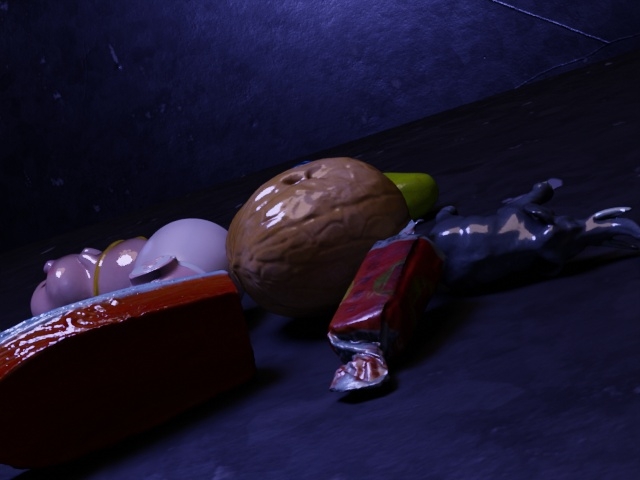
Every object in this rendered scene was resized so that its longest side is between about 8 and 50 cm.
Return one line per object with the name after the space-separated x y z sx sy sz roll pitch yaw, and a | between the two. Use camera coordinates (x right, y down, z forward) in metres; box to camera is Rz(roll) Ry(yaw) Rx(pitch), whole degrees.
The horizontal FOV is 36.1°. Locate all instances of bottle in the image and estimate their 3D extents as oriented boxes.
-0.174 0.067 1.225 0.148 0.147 0.236 -18 13 6 | bottle

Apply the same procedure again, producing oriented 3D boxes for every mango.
0.102 -0.063 1.547 0.163 0.089 0.117 -12 13 30 | mango

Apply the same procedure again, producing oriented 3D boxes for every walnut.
0.000 0.000 1.155 0.226 0.193 0.193 -24 11 -30 | walnut

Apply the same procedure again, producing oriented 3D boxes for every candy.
0.066 0.058 0.976 0.086 0.059 0.292 -18 24 31 | candy

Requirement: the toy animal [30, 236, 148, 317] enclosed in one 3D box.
-0.317 0.070 1.488 0.248 0.149 0.165 -25 -4 7 | toy animal

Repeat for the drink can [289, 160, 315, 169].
-0.005 -0.086 1.792 0.118 0.118 0.205 -21 9 -8 | drink can

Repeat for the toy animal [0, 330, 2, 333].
-0.475 0.177 1.157 0.281 0.169 0.195 -16 52 -7 | toy animal

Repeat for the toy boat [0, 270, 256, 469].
-0.237 0.128 0.997 0.332 0.145 0.133 -19 20 -25 | toy boat

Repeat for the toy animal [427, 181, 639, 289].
0.230 -0.006 1.058 0.269 0.082 0.137 -9 17 29 | toy animal
